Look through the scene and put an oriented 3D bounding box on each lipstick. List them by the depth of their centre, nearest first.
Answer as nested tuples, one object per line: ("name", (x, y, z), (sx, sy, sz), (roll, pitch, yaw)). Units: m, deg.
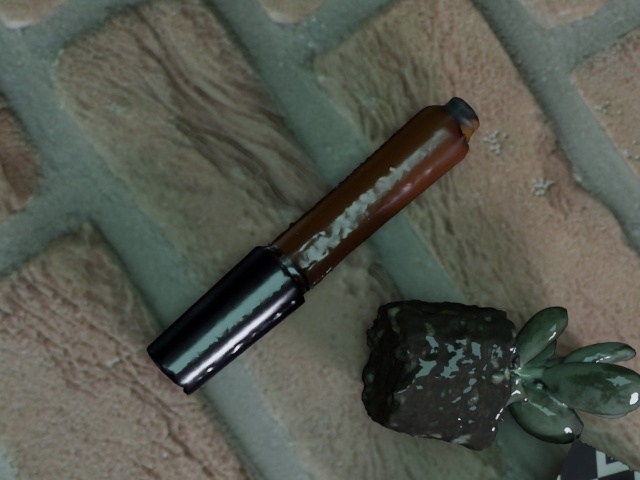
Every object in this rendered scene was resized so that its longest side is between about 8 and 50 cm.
("lipstick", (0.000, 0.000, 1.536), (0.418, 0.077, 0.077), (-41, 91, -12))

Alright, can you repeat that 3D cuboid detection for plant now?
("plant", (0.184, 0.132, 1.521), (0.274, 0.146, 0.149), (6, 102, -10))

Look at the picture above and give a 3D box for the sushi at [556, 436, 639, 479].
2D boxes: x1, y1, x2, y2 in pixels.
("sushi", (0.306, 0.345, 1.519), (0.231, 0.047, 0.220), (30, 80, -27))
